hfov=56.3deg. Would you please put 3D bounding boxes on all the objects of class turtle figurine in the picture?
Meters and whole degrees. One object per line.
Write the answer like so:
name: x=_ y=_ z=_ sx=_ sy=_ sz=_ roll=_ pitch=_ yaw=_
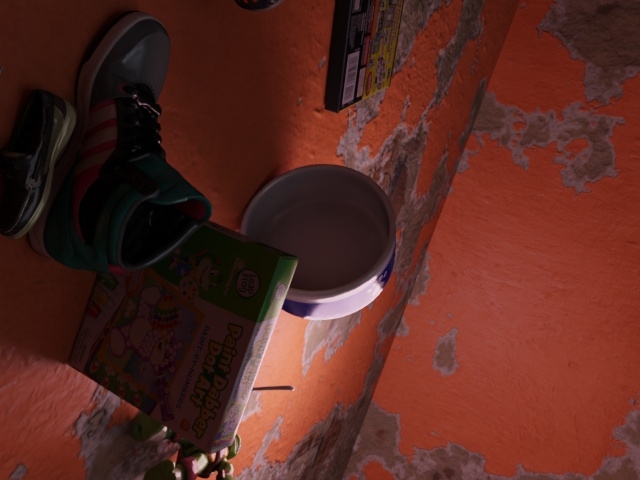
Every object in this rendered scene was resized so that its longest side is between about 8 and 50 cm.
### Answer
turtle figurine: x=-0.170 y=0.342 z=1.035 sx=0.266 sy=0.274 sz=0.198 roll=23 pitch=74 yaw=-59

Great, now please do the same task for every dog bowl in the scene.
dog bowl: x=0.000 y=0.000 z=1.044 sx=0.265 sy=0.264 sz=0.104 roll=-58 pitch=158 yaw=-24

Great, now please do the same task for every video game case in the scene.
video game case: x=0.095 y=-0.414 z=1.183 sx=0.248 sy=0.035 sz=0.275 roll=-39 pitch=143 yaw=-50

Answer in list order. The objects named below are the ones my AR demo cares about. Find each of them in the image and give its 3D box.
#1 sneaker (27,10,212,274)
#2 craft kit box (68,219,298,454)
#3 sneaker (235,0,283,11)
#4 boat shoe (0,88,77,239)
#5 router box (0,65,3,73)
sneaker: x=-0.189 y=-0.091 z=0.644 sx=0.124 sy=0.178 sz=0.296 roll=15 pitch=96 yaw=-68
craft kit box: x=-0.179 y=0.093 z=0.750 sx=0.061 sy=0.246 sz=0.250 roll=8 pitch=102 yaw=-68
sneaker: x=-0.079 y=-0.443 z=0.680 sx=0.180 sy=0.124 sz=0.321 roll=11 pitch=89 yaw=-63
boat shoe: x=-0.294 y=-0.077 z=0.592 sx=0.049 sy=0.056 sz=0.152 roll=33 pitch=71 yaw=-62
router box: x=-0.313 y=-0.143 z=0.429 sx=0.038 sy=0.092 sz=0.122 roll=-68 pitch=157 yaw=0
